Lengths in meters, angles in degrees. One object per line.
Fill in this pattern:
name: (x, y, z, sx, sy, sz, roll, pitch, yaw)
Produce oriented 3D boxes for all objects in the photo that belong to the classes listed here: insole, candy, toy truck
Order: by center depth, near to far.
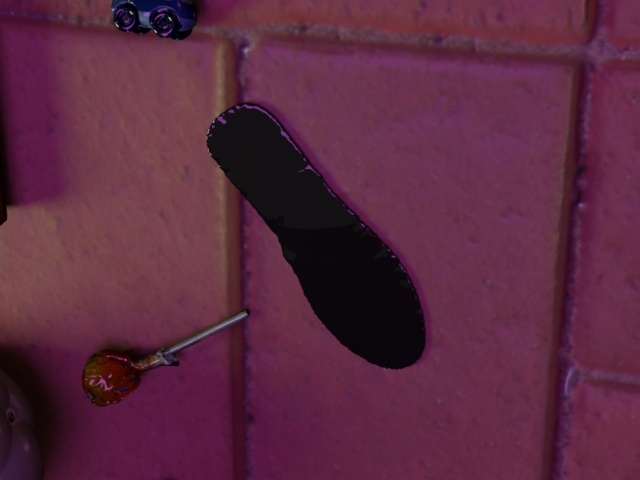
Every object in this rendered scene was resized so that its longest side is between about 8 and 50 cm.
toy truck: (-0.127, -0.223, 1.635, 0.136, 0.063, 0.074, 10, 95, 8)
insole: (0.000, 0.000, 1.734, 0.109, 0.007, 0.322, -32, 103, 23)
candy: (-0.161, 0.115, 1.813, 0.201, 0.060, 0.060, -25, 107, 15)

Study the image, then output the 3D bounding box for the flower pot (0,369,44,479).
flower pot: (-0.408, 0.227, 1.818, 0.246, 0.246, 0.195, 7, 111, 11)

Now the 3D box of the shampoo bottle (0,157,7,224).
shampoo bottle: (-0.372, -0.138, 1.730, 0.102, 0.064, 0.260, 4, 116, 13)
